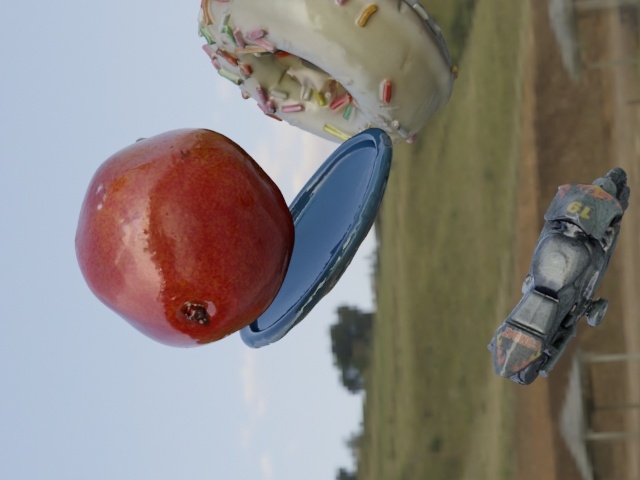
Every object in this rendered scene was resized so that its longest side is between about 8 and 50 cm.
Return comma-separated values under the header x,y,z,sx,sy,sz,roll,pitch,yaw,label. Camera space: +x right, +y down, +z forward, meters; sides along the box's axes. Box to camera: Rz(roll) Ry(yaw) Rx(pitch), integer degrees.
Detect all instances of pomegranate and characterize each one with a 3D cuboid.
x,y,z,sx,sy,sz,roll,pitch,yaw,label
-0.140,-0.015,1.445,0.257,0.221,0.221,-124,13,-47,pomegranate

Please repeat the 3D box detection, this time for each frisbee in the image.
x,y,z,sx,sy,sz,roll,pitch,yaw,label
0.004,0.003,1.631,0.049,0.289,0.289,32,-145,-16,frisbee

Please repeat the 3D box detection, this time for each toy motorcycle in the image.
x,y,z,sx,sy,sz,roll,pitch,yaw,label
0.303,0.038,1.781,0.307,0.108,0.173,-64,-23,-3,toy motorcycle

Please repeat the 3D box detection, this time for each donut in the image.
x,y,z,sx,sy,sz,roll,pitch,yaw,label
-0.002,-0.258,1.968,0.142,0.382,0.382,-62,-25,-19,donut
